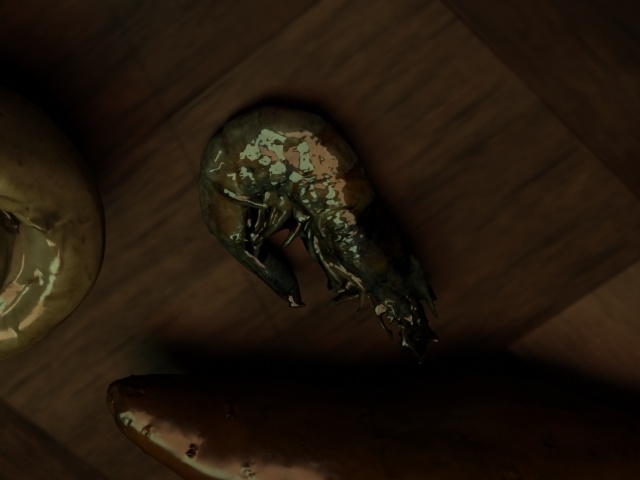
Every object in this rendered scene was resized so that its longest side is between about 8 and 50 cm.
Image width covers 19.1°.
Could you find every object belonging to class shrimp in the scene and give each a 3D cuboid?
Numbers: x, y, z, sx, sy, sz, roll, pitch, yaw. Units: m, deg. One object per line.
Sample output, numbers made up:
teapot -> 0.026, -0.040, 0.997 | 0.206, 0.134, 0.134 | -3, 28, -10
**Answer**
shrimp -> 0.000, 0.000, 0.940 | 0.091, 0.034, 0.161 | -21, 119, 30

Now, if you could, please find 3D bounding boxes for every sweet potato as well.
sweet potato -> 0.070, 0.123, 0.986 | 0.359, 0.112, 0.112 | 0, 128, -4

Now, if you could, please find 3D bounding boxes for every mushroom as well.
mushroom -> -0.172, -0.008, 0.878 | 0.148, 0.112, 0.148 | -6, 131, -7
